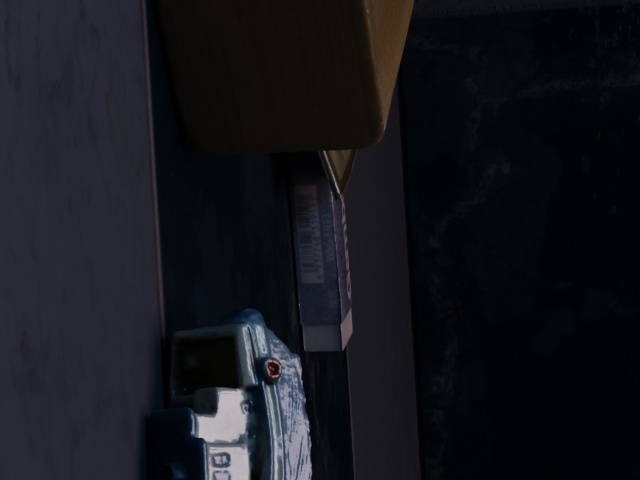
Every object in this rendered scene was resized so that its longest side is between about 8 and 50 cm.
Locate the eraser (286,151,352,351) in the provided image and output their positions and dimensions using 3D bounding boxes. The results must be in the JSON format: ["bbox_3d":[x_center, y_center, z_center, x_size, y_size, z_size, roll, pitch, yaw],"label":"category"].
[{"bbox_3d":[0.000,0.000,1.732,0.092,0.046,0.212,-51,138,-77],"label":"eraser"}]

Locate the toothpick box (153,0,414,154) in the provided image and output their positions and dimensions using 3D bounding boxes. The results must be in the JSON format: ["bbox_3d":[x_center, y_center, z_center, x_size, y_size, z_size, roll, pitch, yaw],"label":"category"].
[{"bbox_3d":[-0.013,-0.211,1.267,0.308,0.190,0.187,-75,162,-52],"label":"toothpick box"}]

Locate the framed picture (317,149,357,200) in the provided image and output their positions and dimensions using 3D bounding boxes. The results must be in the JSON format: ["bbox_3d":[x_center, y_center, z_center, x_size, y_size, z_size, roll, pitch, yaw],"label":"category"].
[{"bbox_3d":[-0.012,-0.166,1.645,0.173,0.010,0.231,-70,141,-72],"label":"framed picture"}]

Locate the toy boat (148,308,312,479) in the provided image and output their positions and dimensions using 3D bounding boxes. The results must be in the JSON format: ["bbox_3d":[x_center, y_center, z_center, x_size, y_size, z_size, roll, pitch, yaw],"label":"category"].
[{"bbox_3d":[-0.071,0.146,1.071,0.102,0.088,0.215,10,75,-47],"label":"toy boat"}]
